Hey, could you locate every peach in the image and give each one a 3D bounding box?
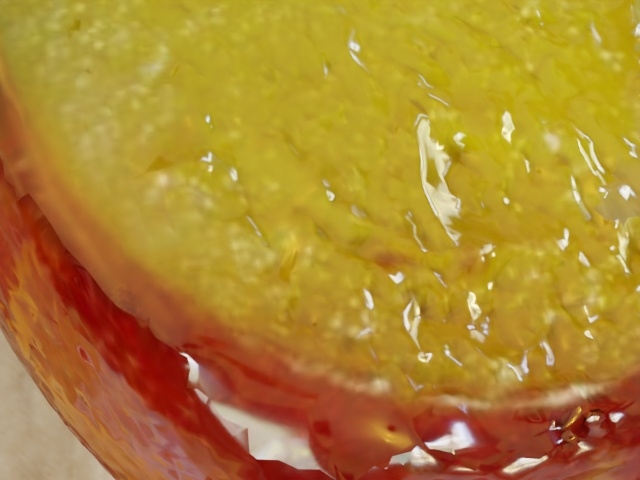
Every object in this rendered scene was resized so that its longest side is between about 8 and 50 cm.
[{"bbox_3d":[0.023,-0.067,0.693,0.335,0.310,0.406,-20,69,-5],"label":"peach"}]
